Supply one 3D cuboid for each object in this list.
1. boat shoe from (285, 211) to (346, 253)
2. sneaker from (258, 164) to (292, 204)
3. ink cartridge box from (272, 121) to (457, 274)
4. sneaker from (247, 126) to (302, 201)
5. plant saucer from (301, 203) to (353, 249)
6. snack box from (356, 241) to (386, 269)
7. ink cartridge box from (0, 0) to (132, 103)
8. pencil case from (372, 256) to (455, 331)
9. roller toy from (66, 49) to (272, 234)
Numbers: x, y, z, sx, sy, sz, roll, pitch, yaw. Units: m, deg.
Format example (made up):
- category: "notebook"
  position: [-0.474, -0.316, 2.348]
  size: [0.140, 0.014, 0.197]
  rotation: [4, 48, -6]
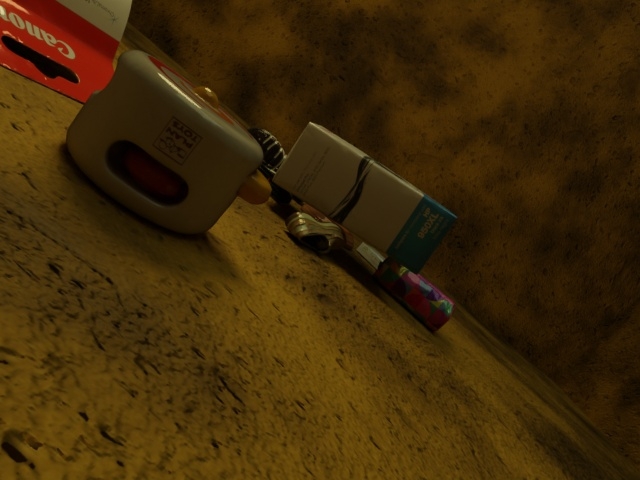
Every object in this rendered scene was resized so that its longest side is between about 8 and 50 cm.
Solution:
- category: "boat shoe"
  position: [0.000, 0.000, 1.004]
  size: [0.190, 0.068, 0.072]
  rotation: [16, 37, -50]
- category: "sneaker"
  position: [-0.110, -0.144, 1.238]
  size: [0.161, 0.057, 0.075]
  rotation: [43, 14, 36]
- category: "ink cartridge box"
  position: [0.107, -0.116, 1.159]
  size: [0.395, 0.166, 0.285]
  rotation: [33, 12, -2]
- category: "sneaker"
  position: [-0.141, -0.239, 1.502]
  size: [0.281, 0.106, 0.162]
  rotation: [49, 1, -13]
- category: "plant saucer"
  position: [0.029, -0.049, 1.420]
  size: [0.200, 0.037, 0.200]
  rotation: [40, 9, -7]
- category: "snack box"
  position: [0.189, 0.071, 1.494]
  size: [0.141, 0.037, 0.100]
  rotation: [45, 9, 31]
- category: "ink cartridge box"
  position: [-0.399, -0.400, 0.676]
  size: [0.308, 0.091, 0.385]
  rotation: [17, 51, -68]
- category: "pencil case"
  position: [0.246, 0.131, 1.236]
  size: [0.236, 0.104, 0.104]
  rotation: [42, 9, 10]
- category: "roller toy"
  position: [-0.168, -0.114, 0.543]
  size: [0.209, 0.146, 0.191]
  rotation: [44, 10, 23]
